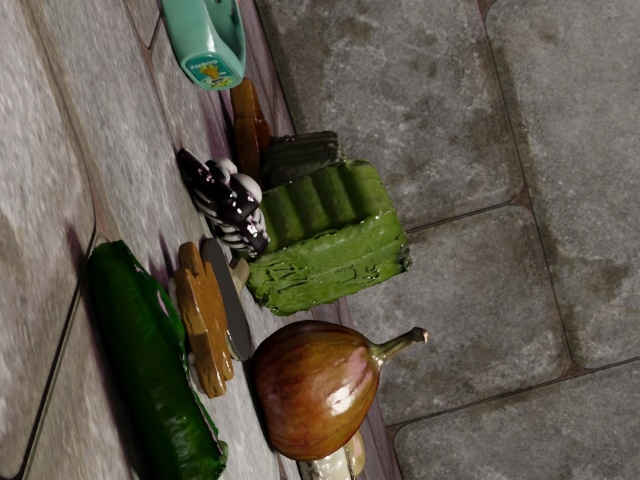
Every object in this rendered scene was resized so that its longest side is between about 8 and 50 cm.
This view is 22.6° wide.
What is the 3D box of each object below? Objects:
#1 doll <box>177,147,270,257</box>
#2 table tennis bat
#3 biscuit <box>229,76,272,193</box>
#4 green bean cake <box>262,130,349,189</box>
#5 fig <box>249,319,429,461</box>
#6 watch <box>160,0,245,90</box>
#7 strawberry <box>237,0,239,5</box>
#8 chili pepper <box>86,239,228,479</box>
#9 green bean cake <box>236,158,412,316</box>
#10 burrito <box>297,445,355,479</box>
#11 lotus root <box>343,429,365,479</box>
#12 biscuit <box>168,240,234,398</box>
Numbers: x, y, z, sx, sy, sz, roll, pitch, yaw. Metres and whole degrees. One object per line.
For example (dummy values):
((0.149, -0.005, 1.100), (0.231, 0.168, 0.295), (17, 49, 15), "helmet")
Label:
((-0.102, -0.040, 1.824), (0.091, 0.067, 0.219), (44, -7, 22), "doll")
((-0.101, 0.056, 1.806), (0.246, 0.022, 0.138), (-82, 155, -78), "table tennis bat")
((-0.092, -0.092, 2.371), (0.301, 0.043, 0.278), (-93, 169, -63), "biscuit")
((-0.006, -0.041, 2.295), (0.227, 0.125, 0.222), (-103, 180, -74), "green bean cake")
((0.001, 0.153, 1.850), (0.149, 0.202, 0.148), (39, -17, 9), "fig")
((-0.151, -0.300, 2.050), (0.237, 0.068, 0.195), (38, 41, -71), "watch")
((-0.150, -0.358, 2.323), (0.167, 0.087, 0.208), (-91, 166, -81), "strawberry")
((-0.114, 0.102, 1.145), (0.108, 0.062, 0.216), (-150, -137, -86), "chili pepper")
((0.000, 0.000, 2.064), (0.200, 0.214, 0.113), (67, 4, -62), "green bean cake")
((0.006, 0.300, 2.043), (0.058, 0.063, 0.229), (-31, 109, -57), "burrito")
((0.025, 0.290, 2.258), (0.062, 0.073, 0.150), (106, -29, -74), "lotus root")
((-0.111, 0.071, 1.496), (0.205, 0.031, 0.138), (-88, 162, -77), "biscuit")
